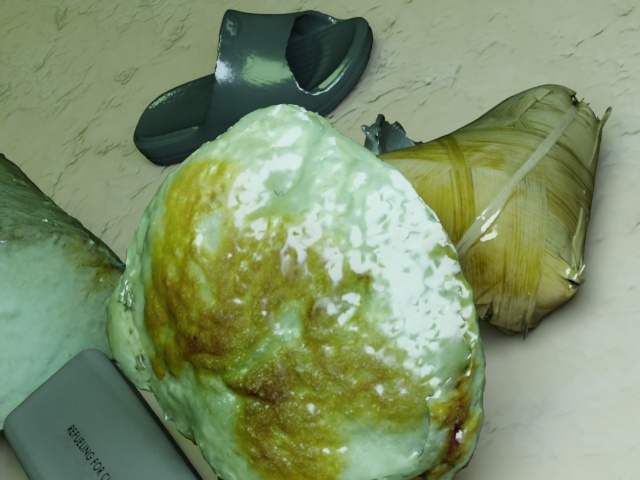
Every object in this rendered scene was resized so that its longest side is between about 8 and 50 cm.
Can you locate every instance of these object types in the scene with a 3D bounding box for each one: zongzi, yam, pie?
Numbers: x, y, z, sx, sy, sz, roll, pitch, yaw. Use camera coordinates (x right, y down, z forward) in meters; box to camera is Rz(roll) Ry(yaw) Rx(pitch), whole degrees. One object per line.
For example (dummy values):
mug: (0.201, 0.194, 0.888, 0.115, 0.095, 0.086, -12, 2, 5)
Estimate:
zongzi: (0.096, -0.053, 1.229, 0.099, 0.197, 0.194, -48, 16, 45)
yam: (-0.295, 0.025, 1.477, 0.195, 0.195, 0.300, -44, 37, -9)
pie: (-0.012, 0.061, 1.146, 0.257, 0.274, 0.105, -37, -11, 32)

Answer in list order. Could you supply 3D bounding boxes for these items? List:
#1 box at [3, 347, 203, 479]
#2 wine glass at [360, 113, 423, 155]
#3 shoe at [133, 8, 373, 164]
box: (-0.149, 0.172, 1.302, 0.103, 0.055, 0.243, -41, 36, -4)
wine glass: (0.000, 0.000, 1.322, 0.183, 0.122, 0.122, -29, 36, 20)
shoe: (-0.074, -0.144, 1.558, 0.241, 0.093, 0.108, -19, 38, 27)
